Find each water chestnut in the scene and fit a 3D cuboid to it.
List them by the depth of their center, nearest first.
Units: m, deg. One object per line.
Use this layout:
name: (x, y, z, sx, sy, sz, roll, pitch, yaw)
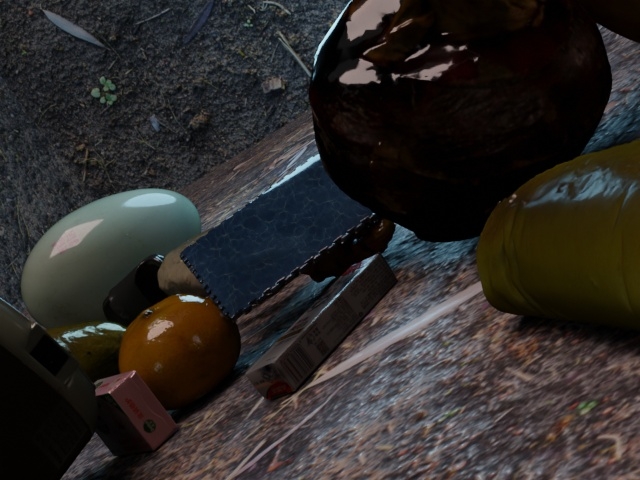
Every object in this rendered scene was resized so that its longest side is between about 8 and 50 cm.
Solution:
water chestnut: (0.143, -0.192, 1.470, 0.335, 0.347, 0.335, -11, 38, 8)

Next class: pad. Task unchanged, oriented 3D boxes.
pad: (-0.040, -0.019, 1.692, 0.269, 0.012, 0.269, -37, 26, -7)

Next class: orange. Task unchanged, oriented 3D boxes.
orange: (-0.174, 0.132, 1.649, 0.156, 0.124, 0.156, -35, 6, 4)

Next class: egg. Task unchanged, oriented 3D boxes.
egg: (-0.392, 0.034, 2.568, 0.371, 0.230, 0.230, -34, 9, -15)

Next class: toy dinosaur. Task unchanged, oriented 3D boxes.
toy dinosaur: (0.000, 0.000, 1.790, 0.432, 0.097, 0.208, -23, 22, 53)

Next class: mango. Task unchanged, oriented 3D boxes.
mango: (-0.428, 0.213, 2.047, 0.176, 0.175, 0.329, 25, 46, 25)

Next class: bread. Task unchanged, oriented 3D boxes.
bread: (0.229, -0.014, 0.999, 0.166, 0.112, 0.383, -38, 9, -11)

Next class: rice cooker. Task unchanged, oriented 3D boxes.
rice cooker: (-0.441, 0.223, 1.490, 0.325, 0.335, 0.335, -55, 17, -22)

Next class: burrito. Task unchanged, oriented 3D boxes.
burrito: (-0.135, 0.028, 2.040, 0.143, 0.105, 0.299, -25, 6, -26)

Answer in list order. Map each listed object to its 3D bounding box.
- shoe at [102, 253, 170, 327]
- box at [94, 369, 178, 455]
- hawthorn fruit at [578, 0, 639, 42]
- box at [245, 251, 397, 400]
shoe: (-0.309, 0.114, 2.280, 0.093, 0.108, 0.241, -46, 7, -40)
box: (-0.231, 0.205, 1.602, 0.043, 0.089, 0.125, -41, 10, -31)
hawthorn fruit: (0.417, -0.446, 1.497, 0.472, 0.472, 0.472, -34, 10, 7)
box: (0.005, 0.092, 1.481, 0.055, 0.039, 0.218, -28, 12, 46)
